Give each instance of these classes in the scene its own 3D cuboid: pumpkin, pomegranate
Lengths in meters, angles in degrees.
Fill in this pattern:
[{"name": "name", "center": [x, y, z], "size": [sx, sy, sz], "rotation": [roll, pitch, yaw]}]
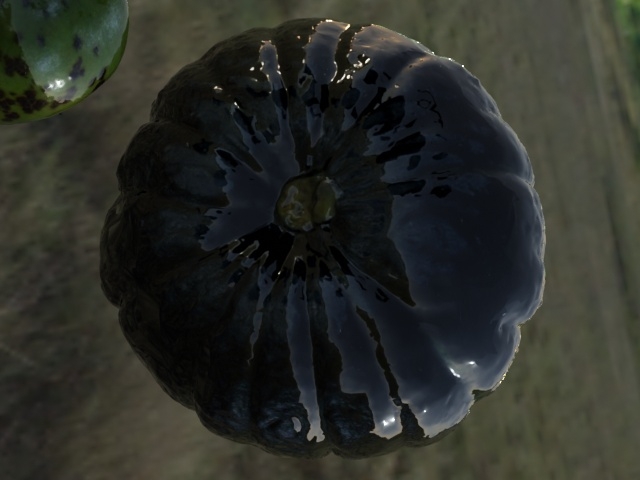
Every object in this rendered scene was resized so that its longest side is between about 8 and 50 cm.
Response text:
[{"name": "pumpkin", "center": [0.000, 0.000, 1.319], "size": [0.266, 0.363, 0.363], "rotation": [59, 22, -79]}, {"name": "pomegranate", "center": [-0.162, -0.132, 0.859], "size": [0.161, 0.122, 0.122], "rotation": [94, -3, -47]}]
